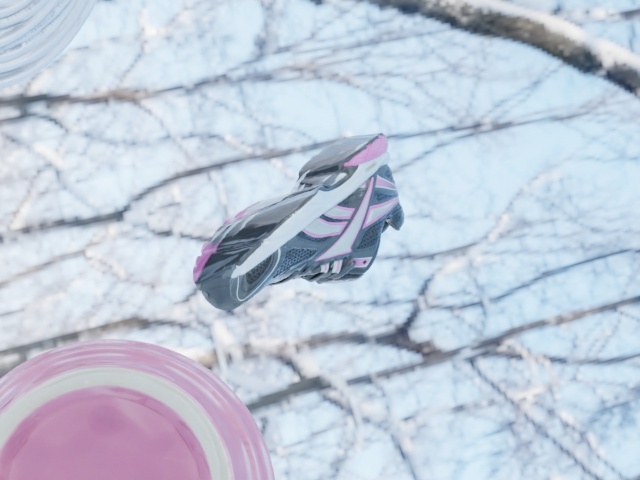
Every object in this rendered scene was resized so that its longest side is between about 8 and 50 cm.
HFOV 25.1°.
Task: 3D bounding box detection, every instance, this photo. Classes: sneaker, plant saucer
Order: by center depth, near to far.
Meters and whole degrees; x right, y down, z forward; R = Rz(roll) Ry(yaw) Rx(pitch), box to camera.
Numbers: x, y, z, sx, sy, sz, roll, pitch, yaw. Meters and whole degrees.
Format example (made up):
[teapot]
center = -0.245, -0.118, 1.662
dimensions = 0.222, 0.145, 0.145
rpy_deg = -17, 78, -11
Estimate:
[sneaker]
center = 0.000, 0.000, 0.917
dimensions = 0.072, 0.178, 0.077
rpy_deg = -8, -66, 51
[plant saucer]
center = -0.207, 0.251, 1.379
dimensions = 0.084, 0.332, 0.332
rpy_deg = 97, -27, -72

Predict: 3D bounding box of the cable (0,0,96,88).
[cable]
center = -0.275, -0.239, 1.085
dimensions = 0.089, 0.257, 0.257
rpy_deg = 25, -18, 41
